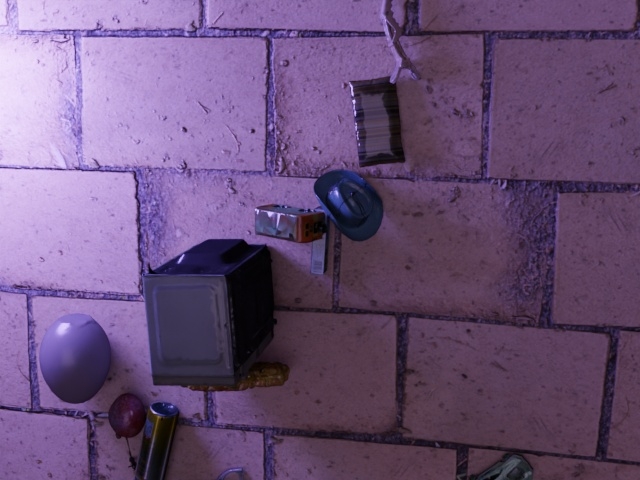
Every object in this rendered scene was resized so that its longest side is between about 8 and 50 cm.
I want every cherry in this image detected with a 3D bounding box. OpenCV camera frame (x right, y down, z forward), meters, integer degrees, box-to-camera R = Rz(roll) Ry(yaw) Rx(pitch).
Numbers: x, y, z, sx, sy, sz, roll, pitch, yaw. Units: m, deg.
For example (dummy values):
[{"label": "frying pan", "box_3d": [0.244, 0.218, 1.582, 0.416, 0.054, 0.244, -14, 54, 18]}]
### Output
[{"label": "cherry", "box_3d": [-0.514, 0.499, 2.037, 0.107, 0.090, 0.226, 26, 120, 30]}]

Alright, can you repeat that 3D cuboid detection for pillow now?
[{"label": "pillow", "box_3d": [0.132, -0.277, 1.792, 0.113, 0.038, 0.204, -6, 97, 5]}]

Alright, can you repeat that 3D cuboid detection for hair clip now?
[{"label": "hair clip", "box_3d": [0.162, -0.464, 1.743, 0.072, 0.034, 0.226, -21, 98, -16]}]

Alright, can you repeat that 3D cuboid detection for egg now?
[{"label": "egg", "box_3d": [-0.625, 0.306, 1.969, 0.176, 0.176, 0.232, 0, 106, 10]}]

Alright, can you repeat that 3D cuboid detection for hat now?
[{"label": "hat", "box_3d": [0.072, -0.091, 1.798, 0.191, 0.078, 0.138, 47, 65, 1]}]

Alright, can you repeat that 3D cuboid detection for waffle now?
[{"label": "waffle", "box_3d": [-0.211, 0.327, 1.861, 0.248, 0.253, 0.056, -1, 87, 25]}]

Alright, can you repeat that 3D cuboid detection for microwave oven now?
[{"label": "microwave oven", "box_3d": [-0.234, 0.158, 1.779, 0.218, 0.355, 0.287, 0, 99, 11]}]

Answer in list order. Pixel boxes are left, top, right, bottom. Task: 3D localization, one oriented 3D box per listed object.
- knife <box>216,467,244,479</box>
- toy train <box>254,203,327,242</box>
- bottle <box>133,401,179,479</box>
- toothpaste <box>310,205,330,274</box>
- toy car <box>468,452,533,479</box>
[{"label": "knife", "box_3d": [-0.329, 0.689, 2.039, 0.277, 0.053, 0.123, -13, 95, -7]}, {"label": "toy train", "box_3d": [-0.073, -0.043, 1.818, 0.188, 0.099, 0.072, 11, 102, 38]}, {"label": "bottle", "box_3d": [-0.441, 0.572, 2.035, 0.082, 0.082, 0.286, 16, 103, 7]}, {"label": "toothpaste", "box_3d": [0.000, 0.000, 1.866, 0.034, 0.046, 0.164, 6, 102, 12]}, {"label": "toy car", "box_3d": [0.439, 0.603, 1.899, 0.186, 0.058, 0.093, -38, 94, 14]}]
